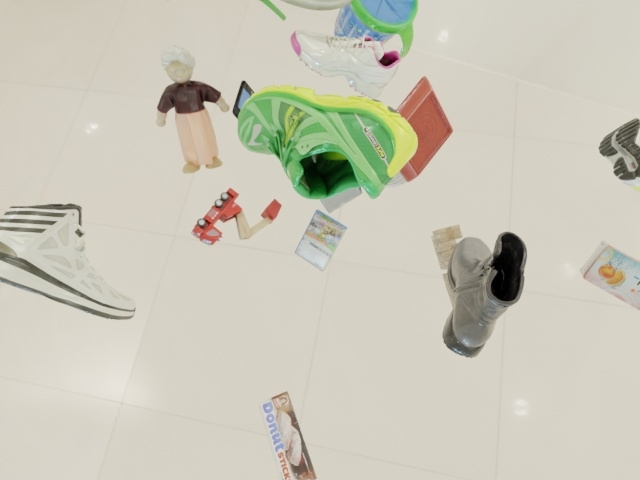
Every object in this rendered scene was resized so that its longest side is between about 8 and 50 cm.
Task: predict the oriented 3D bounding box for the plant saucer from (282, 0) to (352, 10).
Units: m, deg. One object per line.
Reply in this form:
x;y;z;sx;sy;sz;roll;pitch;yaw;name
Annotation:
-0.060;-0.729;1.049;0.400;0.100;0.401;11;62;-23;plant saucer

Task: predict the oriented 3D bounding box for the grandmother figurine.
-0.362;-0.369;1.264;0.207;0.342;0.104;-20;34;-17;grandmother figurine

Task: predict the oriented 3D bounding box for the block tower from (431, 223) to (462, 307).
0.511;0.114;1.681;0.097;0.091;0.336;-14;87;-6;block tower

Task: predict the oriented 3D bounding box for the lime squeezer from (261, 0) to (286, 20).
-0.227;-0.630;1.139;0.310;0.110;0.059;1;48;-19;lime squeezer

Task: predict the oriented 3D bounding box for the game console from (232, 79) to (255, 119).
-0.193;-0.399;1.330;0.071;0.107;0.122;1;67;26;game console

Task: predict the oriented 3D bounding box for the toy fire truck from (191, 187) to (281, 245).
-0.194;-0.048;1.057;0.135;0.047;0.192;39;62;-9;toy fire truck

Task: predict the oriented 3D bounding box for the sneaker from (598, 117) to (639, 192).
0.602;-0.152;0.857;0.094;0.081;0.208;36;47;-13;sneaker

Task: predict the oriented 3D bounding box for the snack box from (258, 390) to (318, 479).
-0.064;0.381;0.857;0.064;0.022;0.178;-21;47;-8;snack box

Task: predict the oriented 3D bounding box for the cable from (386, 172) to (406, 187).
0.265;-0.334;1.761;0.257;0.089;0.257;-12;92;8;cable

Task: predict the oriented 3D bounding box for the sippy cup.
0.157;-0.722;1.447;0.240;0.224;0.306;1;79;-21;sippy cup

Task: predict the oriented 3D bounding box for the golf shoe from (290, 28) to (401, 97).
0.070;-0.470;1.124;0.306;0.140;0.115;9;60;-37;golf shoe

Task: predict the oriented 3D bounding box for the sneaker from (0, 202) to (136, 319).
-0.662;0.050;1.243;0.169;0.447;0.258;8;69;37;sneaker

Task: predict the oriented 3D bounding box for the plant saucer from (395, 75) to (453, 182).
0.331;-0.355;1.486;0.259;0.258;0.047;-52;44;-5;plant saucer

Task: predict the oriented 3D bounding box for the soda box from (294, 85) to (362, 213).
-0.016;-0.212;1.057;0.098;0.091;0.286;-31;106;13;soda box

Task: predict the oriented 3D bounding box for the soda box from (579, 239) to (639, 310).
0.457;0.073;0.607;0.183;0.063;0.058;34;109;17;soda box

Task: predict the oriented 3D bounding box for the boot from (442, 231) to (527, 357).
0.354;0.060;0.934;0.118;0.223;0.338;17;44;3;boot

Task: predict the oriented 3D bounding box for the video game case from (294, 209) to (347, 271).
0.000;0.000;1.452;0.119;0.015;0.166;33;107;18;video game case

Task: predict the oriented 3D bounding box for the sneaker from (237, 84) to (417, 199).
-0.023;-0.124;0.583;0.295;0.109;0.123;18;74;42;sneaker
